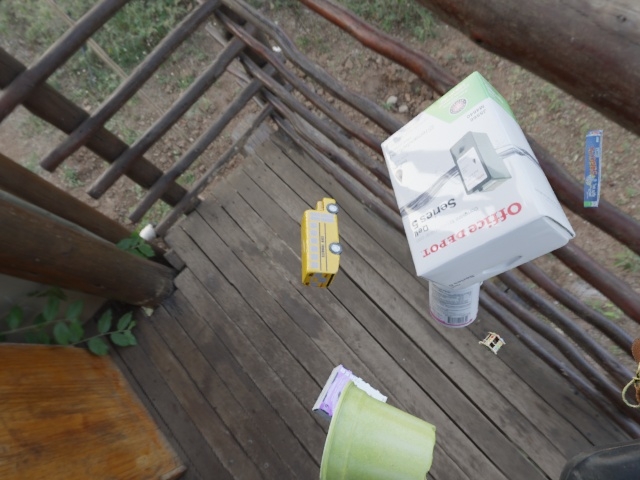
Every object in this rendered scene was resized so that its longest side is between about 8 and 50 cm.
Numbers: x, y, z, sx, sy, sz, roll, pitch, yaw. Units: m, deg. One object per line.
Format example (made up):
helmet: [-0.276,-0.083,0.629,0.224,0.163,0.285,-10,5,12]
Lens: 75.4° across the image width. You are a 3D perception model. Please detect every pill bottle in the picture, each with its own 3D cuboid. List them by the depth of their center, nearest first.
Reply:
pill bottle: [0.432,0.134,1.337,0.160,0.283,0.161,-8,39,6]

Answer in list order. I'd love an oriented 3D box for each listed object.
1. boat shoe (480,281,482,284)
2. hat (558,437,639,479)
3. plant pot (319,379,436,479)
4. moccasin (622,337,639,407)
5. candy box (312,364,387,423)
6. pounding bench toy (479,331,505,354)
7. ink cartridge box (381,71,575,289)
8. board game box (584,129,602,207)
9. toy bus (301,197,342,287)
boat shoe: [0.552,0.104,1.708,0.116,0.099,0.319,-18,34,-8]
hat: [0.520,0.446,0.579,0.331,0.133,0.332,-31,45,36]
plant pot: [0.163,0.544,1.095,0.253,0.276,0.277,11,77,17]
moccasin: [0.813,0.360,0.977,0.146,0.380,0.139,-3,117,21]
candy box: [0.099,0.541,1.372,0.196,0.070,0.165,35,55,-1]
pounding bench toy: [0.673,0.398,1.637,0.065,0.083,0.052,-46,103,-8]
ink cartridge box: [0.230,-0.088,0.655,0.198,0.114,0.273,-34,52,36]
board game box: [0.790,-0.209,1.199,0.035,0.136,0.202,3,110,36]
toy bus: [0.000,0.000,1.493,0.130,0.108,0.333,5,54,-11]
